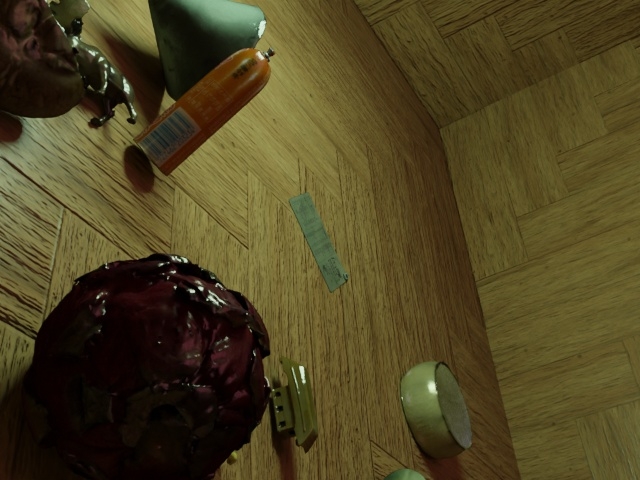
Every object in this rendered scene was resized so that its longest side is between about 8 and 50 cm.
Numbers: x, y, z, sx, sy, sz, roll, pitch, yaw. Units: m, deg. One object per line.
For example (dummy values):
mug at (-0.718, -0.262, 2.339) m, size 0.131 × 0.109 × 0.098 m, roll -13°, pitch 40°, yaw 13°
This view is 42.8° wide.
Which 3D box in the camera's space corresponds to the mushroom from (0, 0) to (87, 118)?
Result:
mushroom at (-0.475, -0.294, 1.182) m, size 0.151 × 0.156 × 0.285 m, roll -43°, pitch 110°, yaw -38°

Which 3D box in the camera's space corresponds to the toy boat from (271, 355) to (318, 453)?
toy boat at (-0.055, 0.315, 1.587) m, size 0.057 × 0.077 × 0.200 m, roll 61°, pitch 15°, yaw -51°

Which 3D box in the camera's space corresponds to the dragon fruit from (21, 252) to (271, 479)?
dragon fruit at (-0.216, 0.170, 1.055) m, size 0.329 × 0.329 × 0.329 m, roll 50°, pitch 26°, yaw -36°

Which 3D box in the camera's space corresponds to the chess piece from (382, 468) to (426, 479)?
chess piece at (0.241, 0.667, 1.833) m, size 0.330 × 0.182 × 0.182 m, roll 58°, pitch 22°, yaw -6°

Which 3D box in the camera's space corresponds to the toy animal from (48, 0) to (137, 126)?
toy animal at (-0.401, -0.305, 1.411) m, size 0.214 × 0.094 × 0.186 m, roll 48°, pitch 31°, yaw -55°

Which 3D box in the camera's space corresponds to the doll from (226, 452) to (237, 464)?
doll at (-0.183, 0.313, 1.311) m, size 0.143 × 0.058 × 0.098 m, roll 47°, pitch 7°, yaw -40°

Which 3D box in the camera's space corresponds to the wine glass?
wine glass at (-0.332, -0.488, 1.557) m, size 0.406 × 0.267 × 0.267 m, roll 42°, pitch 31°, yaw -37°

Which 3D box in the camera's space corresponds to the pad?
pad at (-0.001, 0.000, 2.143) m, size 0.264 × 0.009 × 0.159 m, roll 65°, pitch 22°, yaw -2°

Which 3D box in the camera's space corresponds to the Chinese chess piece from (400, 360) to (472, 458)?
Chinese chess piece at (0.328, 0.473, 2.290) m, size 0.270 × 0.112 × 0.270 m, roll 50°, pitch 27°, yaw -38°

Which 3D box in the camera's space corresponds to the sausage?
sausage at (-0.202, -0.255, 1.519) m, size 0.093 × 0.312 × 0.093 m, roll 45°, pitch -8°, yaw 8°
